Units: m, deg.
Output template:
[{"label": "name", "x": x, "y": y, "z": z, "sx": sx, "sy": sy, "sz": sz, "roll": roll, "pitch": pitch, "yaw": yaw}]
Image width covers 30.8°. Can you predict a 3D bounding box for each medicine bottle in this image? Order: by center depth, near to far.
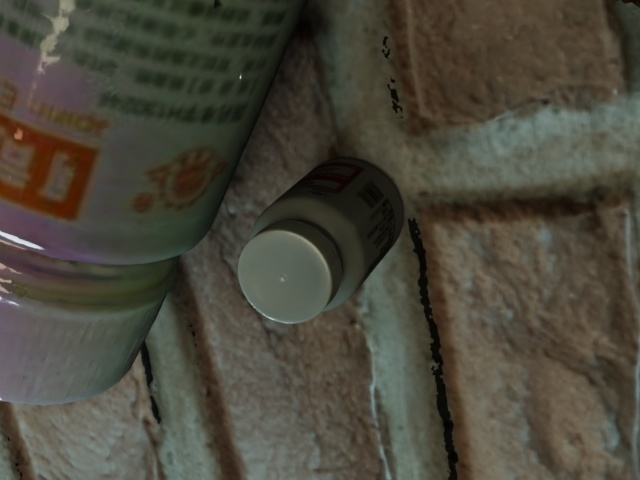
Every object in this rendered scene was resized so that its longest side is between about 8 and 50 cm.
[{"label": "medicine bottle", "x": -0.147, "y": -0.103, "z": 0.738, "sx": 0.219, "sy": 0.219, "sz": 0.388, "roll": 30, "pitch": 117, "yaw": 8}, {"label": "medicine bottle", "x": 0.000, "y": 0.000, "z": 0.764, "sx": 0.079, "sy": 0.140, "sz": 0.079, "roll": 7, "pitch": 111, "yaw": 18}]

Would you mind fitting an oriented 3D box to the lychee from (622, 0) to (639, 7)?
[{"label": "lychee", "x": 0.187, "y": -0.200, "z": 0.621, "sx": 0.171, "sy": 0.171, "sz": 0.171, "roll": 7, "pitch": 111, "yaw": 18}]
